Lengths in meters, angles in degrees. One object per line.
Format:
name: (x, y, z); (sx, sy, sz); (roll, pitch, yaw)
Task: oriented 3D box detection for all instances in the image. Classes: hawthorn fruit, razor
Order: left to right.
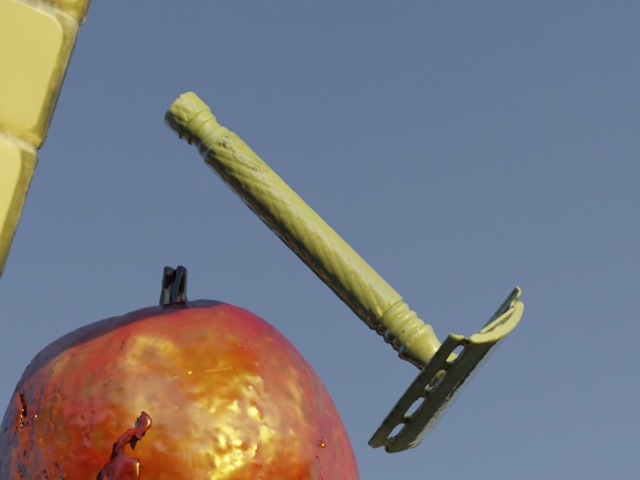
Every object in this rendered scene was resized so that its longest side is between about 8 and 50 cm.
hawthorn fruit: (-0.107, 0.192, 1.167); (0.316, 0.316, 0.316); (-11, -43, -10)
razor: (0.000, 0.000, 0.869); (0.068, 0.232, 0.106); (-29, -20, -45)

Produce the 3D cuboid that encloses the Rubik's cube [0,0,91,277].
Rubik's cube: (-0.281, -0.076, 0.689); (0.256, 0.259, 0.253); (22, -13, -35)
